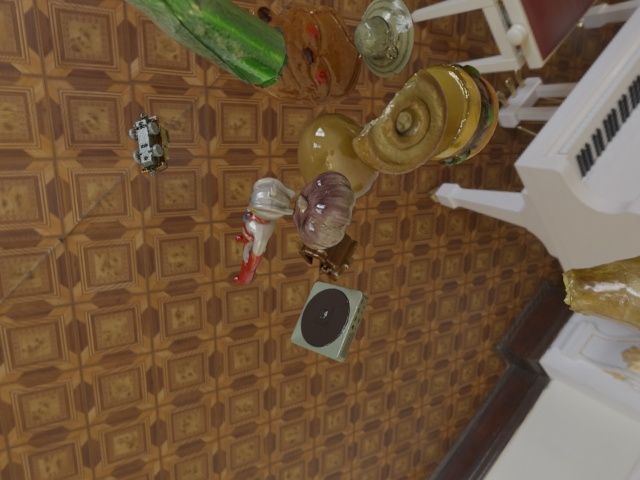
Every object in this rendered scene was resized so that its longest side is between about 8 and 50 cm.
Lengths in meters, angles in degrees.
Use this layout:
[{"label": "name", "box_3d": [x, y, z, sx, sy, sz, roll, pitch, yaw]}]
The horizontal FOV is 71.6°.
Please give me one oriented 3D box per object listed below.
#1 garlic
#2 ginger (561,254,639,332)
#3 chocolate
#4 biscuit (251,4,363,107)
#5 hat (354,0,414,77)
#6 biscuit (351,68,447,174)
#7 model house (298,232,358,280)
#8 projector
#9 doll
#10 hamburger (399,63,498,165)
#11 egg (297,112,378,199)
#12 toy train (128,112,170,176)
[{"label": "garlic", "box_3d": [0.003, -0.060, 0.875, 0.102, 0.147, 0.159, 18, 91, -29]}, {"label": "ginger", "box_3d": [0.518, 0.087, 0.543, 0.166, 0.375, 0.236, -20, 138, -51]}, {"label": "chocolate", "box_3d": [-0.174, -0.326, 0.661, 0.291, 0.110, 0.110, 6, 102, -56]}, {"label": "biscuit", "box_3d": [-0.049, -0.648, 1.570, 0.455, 0.078, 0.349, -13, 104, -21]}, {"label": "hat", "box_3d": [0.168, -0.637, 1.397, 0.110, 0.252, 0.252, -23, 115, -31]}, {"label": "biscuit", "box_3d": [0.227, -0.289, 1.155, 0.213, 0.091, 0.274, 34, 94, -31]}, {"label": "model house", "box_3d": [0.001, 0.001, 1.614, 0.229, 0.219, 0.199, 41, 70, -16]}, {"label": "projector", "box_3d": [0.035, 0.296, 1.649, 0.079, 0.259, 0.257, 36, 71, -39]}, {"label": "doll", "box_3d": [-0.154, -0.025, 1.085, 0.099, 0.384, 0.188, 8, 60, -20]}, {"label": "hamburger", "box_3d": [0.506, -0.494, 1.802, 0.277, 0.396, 0.395, -5, 107, -41]}, {"label": "egg", "box_3d": [0.053, -0.254, 1.384, 0.250, 0.250, 0.322, -51, 146, -9]}, {"label": "toy train", "box_3d": [-0.543, -0.306, 1.442, 0.089, 0.127, 0.219, -15, 80, 13]}]
